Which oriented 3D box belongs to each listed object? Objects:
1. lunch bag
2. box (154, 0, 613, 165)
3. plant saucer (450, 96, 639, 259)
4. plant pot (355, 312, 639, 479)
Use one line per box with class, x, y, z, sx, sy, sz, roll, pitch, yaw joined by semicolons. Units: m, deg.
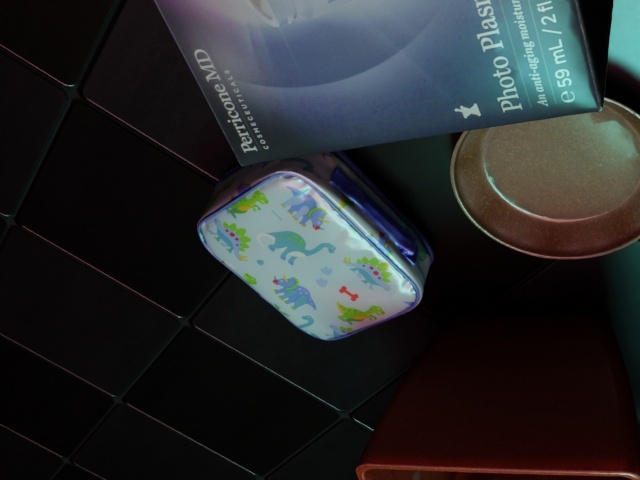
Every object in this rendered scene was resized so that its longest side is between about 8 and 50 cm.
lunch bag;0.000;0.000;0.961;0.219;0.090;0.176;42;133;-21
box;0.032;-0.230;0.659;0.293;0.183;0.296;-6;130;27
plant saucer;0.221;-0.065;0.855;0.198;0.036;0.199;10;136;10
plant pot;0.221;0.224;0.996;0.267;0.236;0.267;-5;131;23
